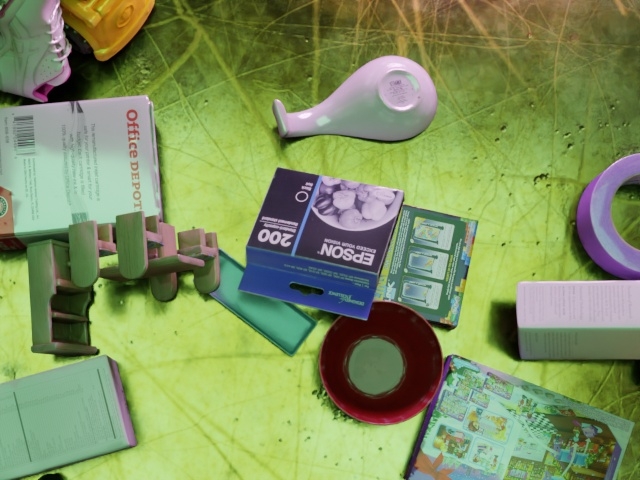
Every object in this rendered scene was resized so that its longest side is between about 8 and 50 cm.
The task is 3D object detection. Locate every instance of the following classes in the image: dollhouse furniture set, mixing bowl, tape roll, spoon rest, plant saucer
[{"bbox_3d":[-0.289,0.070,1.720,0.242,0.212,0.160,-10,78,22],"label":"dollhouse furniture set"},{"bbox_3d":[0.086,0.183,1.773,0.182,0.098,0.181,0,81,-3],"label":"mixing bowl"},{"bbox_3d":[0.498,-0.035,1.845,0.189,0.080,0.188,0,80,-3],"label":"tape roll"},{"bbox_3d":[0.053,-0.210,1.860,0.276,0.084,0.137,-13,82,-19],"label":"spoon rest"},{"bbox_3d":[-0.099,0.094,1.819,0.192,0.018,0.067,37,80,4],"label":"plant saucer"}]

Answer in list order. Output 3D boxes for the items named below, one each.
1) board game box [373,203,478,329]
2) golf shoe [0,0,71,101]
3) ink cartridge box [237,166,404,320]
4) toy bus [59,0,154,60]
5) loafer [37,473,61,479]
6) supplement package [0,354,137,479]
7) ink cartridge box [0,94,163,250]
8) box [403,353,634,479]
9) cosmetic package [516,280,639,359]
[{"bbox_3d":[0.155,0.039,1.828,0.141,0.048,0.170,13,80,1],"label":"board game box"},{"bbox_3d":[-0.411,-0.306,1.743,0.140,0.306,0.115,28,58,-16],"label":"golf shoe"},{"bbox_3d":[0.000,0.000,1.775,0.206,0.045,0.208,11,62,13],"label":"ink cartridge box"},{"bbox_3d":[-0.376,-0.401,1.791,0.220,0.211,0.149,37,82,5],"label":"toy bus"},{"bbox_3d":[-0.365,0.417,1.734,0.061,0.062,0.170,-36,91,30],"label":"loafer"},{"bbox_3d":[-0.402,0.262,1.711,0.244,0.134,0.139,-14,82,-6],"label":"supplement package"},{"bbox_3d":[-0.376,-0.098,1.786,0.273,0.114,0.196,-5,80,-4],"label":"ink cartridge box"},{"bbox_3d":[0.295,0.313,1.783,0.293,0.057,0.200,21,81,0],"label":"box"},{"bbox_3d":[0.406,0.118,1.761,0.231,0.117,0.085,-2,61,10],"label":"cosmetic package"}]
